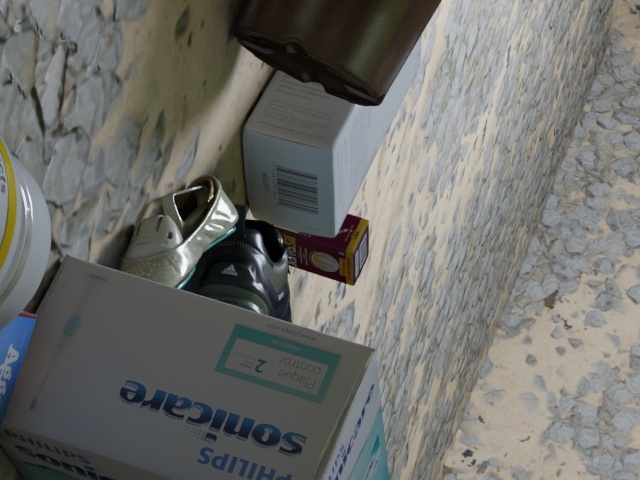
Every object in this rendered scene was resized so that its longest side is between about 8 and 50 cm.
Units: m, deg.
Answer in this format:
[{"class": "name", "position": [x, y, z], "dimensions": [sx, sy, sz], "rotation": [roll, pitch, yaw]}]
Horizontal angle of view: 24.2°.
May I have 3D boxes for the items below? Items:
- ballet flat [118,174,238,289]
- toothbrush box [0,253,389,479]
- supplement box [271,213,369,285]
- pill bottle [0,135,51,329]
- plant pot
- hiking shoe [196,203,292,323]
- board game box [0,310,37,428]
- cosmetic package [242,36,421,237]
[{"class": "ballet flat", "position": [-0.109, -0.002, 1.066], "dimensions": [0.168, 0.057, 0.052], "rotation": [-52, 127, -63]}, {"class": "toothbrush box", "position": [-0.074, 0.158, 1.018], "dimensions": [0.295, 0.216, 0.126], "rotation": [78, 31, -59]}, {"class": "supplement box", "position": [0.000, 0.000, 1.377], "dimensions": [0.055, 0.083, 0.043], "rotation": [86, 26, -54]}, {"class": "pill bottle", "position": [-0.190, -0.017, 0.586], "dimensions": [0.208, 0.119, 0.119], "rotation": [43, 64, -74]}, {"class": "plant pot", "position": [0.025, -0.200, 1.122], "dimensions": [0.165, 0.167, 0.167], "rotation": [-65, 165, -4]}, {"class": "hiking shoe", "position": [-0.050, 0.045, 1.237], "dimensions": [0.227, 0.086, 0.114], "rotation": [78, 25, -76]}, {"class": "board game box", "position": [-0.235, 0.166, 0.805], "dimensions": [0.145, 0.027, 0.281], "rotation": [28, 79, -74]}, {"class": "cosmetic package", "position": [0.015, -0.128, 1.300], "dimensions": [0.117, 0.086, 0.231], "rotation": [89, 21, -50]}]
